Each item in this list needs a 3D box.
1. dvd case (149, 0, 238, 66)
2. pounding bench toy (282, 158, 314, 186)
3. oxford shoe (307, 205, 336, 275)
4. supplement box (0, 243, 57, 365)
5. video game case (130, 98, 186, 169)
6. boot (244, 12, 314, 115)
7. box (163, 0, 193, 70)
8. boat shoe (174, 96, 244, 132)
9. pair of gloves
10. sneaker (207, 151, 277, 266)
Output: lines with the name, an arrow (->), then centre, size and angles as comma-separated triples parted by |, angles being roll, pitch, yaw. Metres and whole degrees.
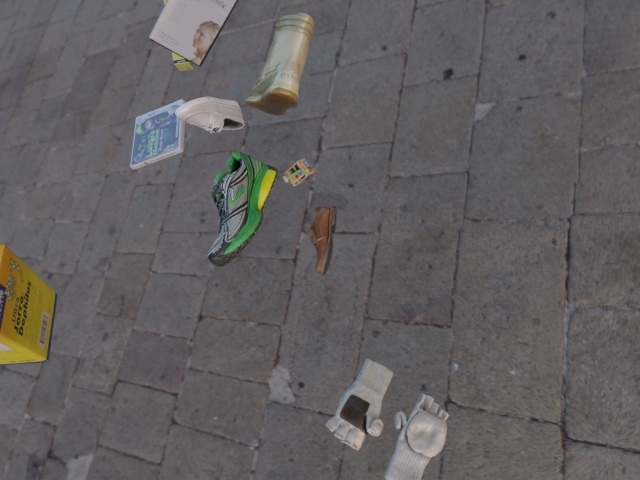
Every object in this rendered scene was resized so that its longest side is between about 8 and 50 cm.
dvd case -> -0.395, -0.693, 1.519 | 0.253, 0.180, 0.022 | -51, 39, 24
pounding bench toy -> -0.066, -0.197, 1.414 | 0.065, 0.083, 0.052 | -36, 91, 31
oxford shoe -> 0.000, 0.000, 1.341 | 0.076, 0.076, 0.212 | 4, 60, 4
supplement box -> -0.790, 0.165, 1.149 | 0.194, 0.356, 0.195 | -1, 66, -11
video game case -> -0.473, -0.312, 1.422 | 0.173, 0.022, 0.190 | -15, 60, 17
boot -> -0.100, -0.418, 1.173 | 0.262, 0.095, 0.203 | -166, 89, -68
box -> -0.509, -0.740, 1.754 | 0.058, 0.087, 0.232 | -9, 91, -1
boat shoe -> -0.231, -0.262, 1.046 | 0.066, 0.184, 0.063 | -29, 87, 26
pair of gloves -> 0.154, 0.396, 1.066 | 0.240, 0.042, 0.204 | 33, 61, 14
sneaker -> -0.228, -0.083, 1.249 | 0.134, 0.146, 0.343 | -40, 30, 46
